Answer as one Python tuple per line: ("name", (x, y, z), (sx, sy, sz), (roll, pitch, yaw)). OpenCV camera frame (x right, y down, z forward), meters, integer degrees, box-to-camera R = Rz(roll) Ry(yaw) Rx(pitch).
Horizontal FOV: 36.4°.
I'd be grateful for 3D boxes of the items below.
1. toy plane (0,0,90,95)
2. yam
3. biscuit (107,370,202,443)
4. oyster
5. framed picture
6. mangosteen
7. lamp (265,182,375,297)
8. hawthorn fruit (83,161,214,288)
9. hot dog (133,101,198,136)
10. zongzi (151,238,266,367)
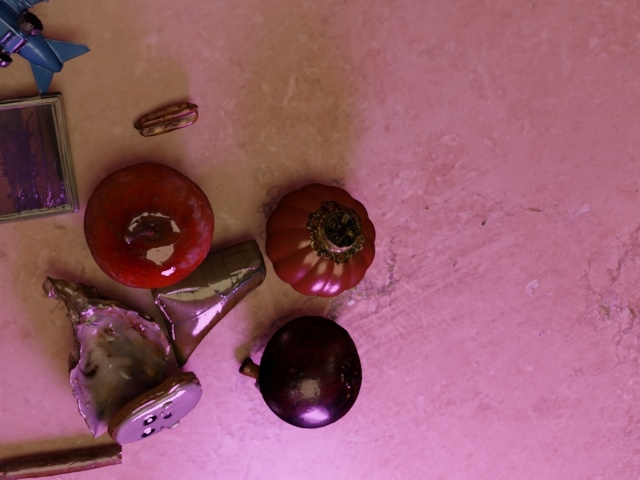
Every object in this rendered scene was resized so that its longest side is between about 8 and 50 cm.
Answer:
("toy plane", (-0.517, -0.356, 1.572), (0.254, 0.105, 0.271), (-39, 127, 20))
("yam", (-0.542, 0.462, 2.013), (0.264, 0.046, 0.046), (-6, 118, -18))
("biscuit", (-0.329, 0.348, 1.969), (0.208, 0.049, 0.181), (-31, 156, -17))
("oyster", (-0.399, 0.212, 1.897), (0.204, 0.111, 0.396), (-16, 125, -16))
("framed picture", (-0.534, -0.134, 1.704), (0.197, 0.014, 0.252), (-9, 128, -14))
("mangosteen", (-0.050, 0.275, 2.004), (0.262, 0.235, 0.235), (-5, 126, 29))
("lamp", (0.000, 0.000, 1.873), (0.223, 0.196, 0.223), (6, 75, -23))
("hawthorn fruit", (-0.294, -0.016, 1.743), (0.235, 0.263, 0.231), (-25, 133, -29))
("hot dog", (-0.278, -0.220, 1.760), (0.122, 0.037, 0.049), (-15, 132, -5))
("zongzi", (-0.204, 0.133, 1.924), (0.228, 0.115, 0.256), (-18, 127, -12))
